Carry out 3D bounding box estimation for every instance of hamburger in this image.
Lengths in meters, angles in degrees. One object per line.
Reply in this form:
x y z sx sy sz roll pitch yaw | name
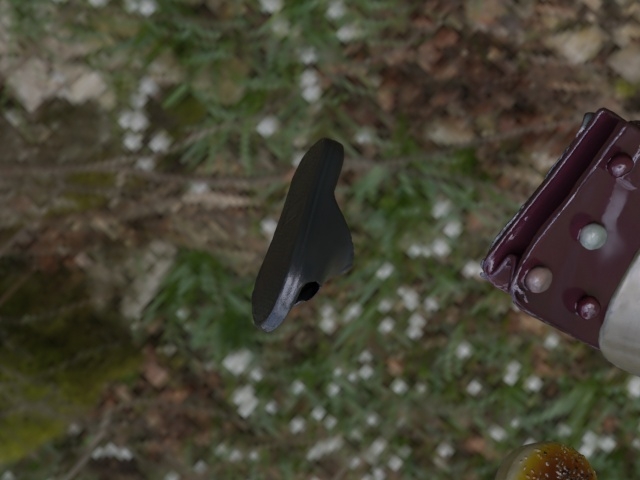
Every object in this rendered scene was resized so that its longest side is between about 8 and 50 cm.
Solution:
0.278 0.305 1.996 0.141 0.126 0.081 37 160 -24 | hamburger

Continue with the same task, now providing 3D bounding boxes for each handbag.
0.284 -0.004 1.583 0.203 0.216 0.074 28 -165 -37 | handbag

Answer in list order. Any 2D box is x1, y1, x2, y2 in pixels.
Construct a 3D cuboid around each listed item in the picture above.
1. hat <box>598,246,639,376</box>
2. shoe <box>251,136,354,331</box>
0.252 0.075 0.898 0.144 0.173 0.166 -112 28 -49 | hat
0.000 0.000 1.904 0.093 0.241 0.108 25 153 -18 | shoe
